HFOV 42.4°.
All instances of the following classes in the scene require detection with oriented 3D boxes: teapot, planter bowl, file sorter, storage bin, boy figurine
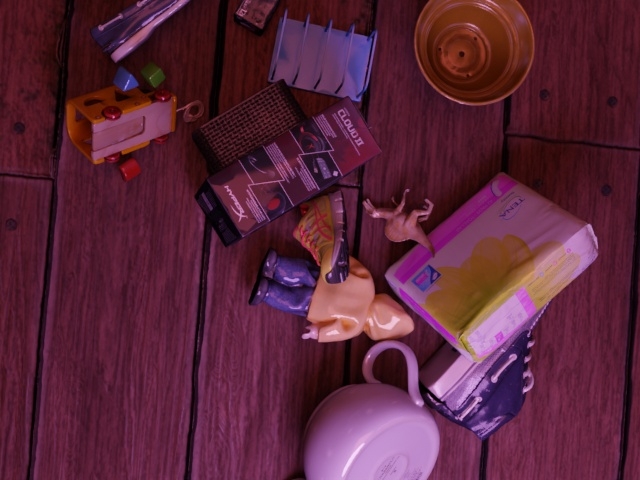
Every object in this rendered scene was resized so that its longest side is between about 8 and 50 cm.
[{"bbox_3d":[0.065,0.331,1.397,0.256,0.187,0.253,-24,127,-24],"label":"teapot"},{"bbox_3d":[0.263,-0.341,1.471,0.217,0.090,0.217,0,89,-6],"label":"planter bowl"},{"bbox_3d":[0.004,-0.324,1.433,0.170,0.104,0.118,11,87,-6],"label":"file sorter"},{"bbox_3d":[-0.121,-0.188,1.407,0.180,0.122,0.084,-33,93,-6],"label":"storage bin"},{"bbox_3d":[0.028,0.098,1.437,0.285,0.092,0.177,17,64,-9],"label":"boy figurine"}]

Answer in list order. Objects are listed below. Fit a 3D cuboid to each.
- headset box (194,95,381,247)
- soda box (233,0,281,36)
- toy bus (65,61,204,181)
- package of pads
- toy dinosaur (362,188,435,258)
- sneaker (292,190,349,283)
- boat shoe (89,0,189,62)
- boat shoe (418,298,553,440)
[{"bbox_3d":[-0.048,-0.115,1.355,0.293,0.218,0.110,-32,93,-15],"label":"headset box"},{"bbox_3d":[-0.088,-0.448,1.449,0.060,0.053,0.169,29,87,-6],"label":"soda box"},{"bbox_3d":[-0.328,-0.214,1.389,0.104,0.202,0.191,40,92,26],"label":"toy bus"},{"bbox_3d":[0.290,0.040,1.401,0.296,0.229,0.101,-41,133,-5],"label":"package of pads"},{"bbox_3d":[0.159,-0.031,1.456,0.183,0.053,0.093,36,80,33],"label":"toy dinosaur"},{"bbox_3d":[0.000,0.000,1.407,0.094,0.209,0.082,-6,129,4],"label":"sneaker"},{"bbox_3d":[-0.280,-0.412,1.409,0.254,0.095,0.079,-41,105,3],"label":"boat shoe"},{"bbox_3d":[0.332,0.196,1.468,0.340,0.127,0.158,-45,102,2],"label":"boat shoe"}]
